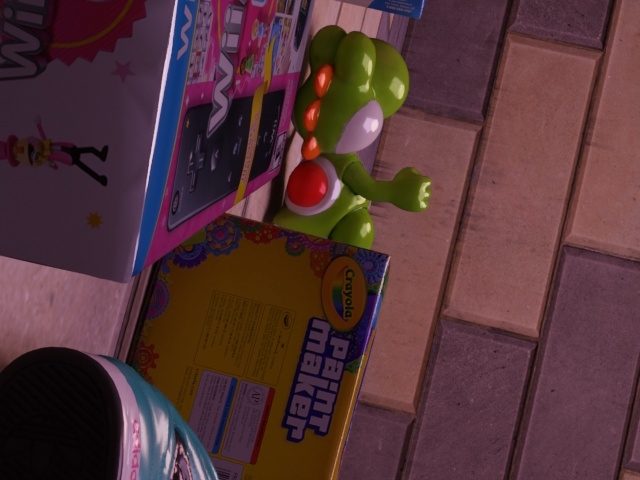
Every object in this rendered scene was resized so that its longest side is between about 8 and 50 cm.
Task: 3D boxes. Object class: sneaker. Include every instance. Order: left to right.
[{"bbox_3d":[-0.137,0.210,0.503,0.178,0.124,0.295,36,66,-74],"label":"sneaker"}]

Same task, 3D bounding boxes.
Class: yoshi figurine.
[{"bbox_3d":[0.041,-0.115,1.192,0.203,0.203,0.362,-97,-168,-57],"label":"yoshi figurine"}]

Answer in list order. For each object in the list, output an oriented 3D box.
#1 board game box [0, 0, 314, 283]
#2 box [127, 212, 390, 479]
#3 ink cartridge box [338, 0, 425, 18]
[{"bbox_3d":[-0.071,-0.125,0.453,0.303,0.097,0.224,-51,153,-75],"label":"board game box"},{"bbox_3d":[-0.058,0.147,0.804,0.279,0.177,0.290,69,36,-81],"label":"box"},{"bbox_3d":[0.085,-0.405,1.106,0.078,0.134,0.231,-69,171,-47],"label":"ink cartridge box"}]
